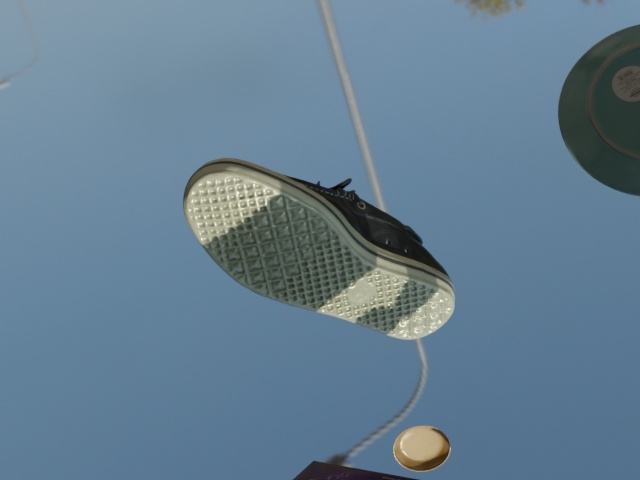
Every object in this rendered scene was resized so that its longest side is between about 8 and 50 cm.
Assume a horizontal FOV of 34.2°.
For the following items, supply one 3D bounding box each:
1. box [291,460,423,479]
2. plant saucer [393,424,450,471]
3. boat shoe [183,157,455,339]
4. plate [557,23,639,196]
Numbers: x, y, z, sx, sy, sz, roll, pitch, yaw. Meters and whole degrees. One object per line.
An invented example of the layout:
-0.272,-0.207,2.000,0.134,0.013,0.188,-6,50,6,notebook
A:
0.058,0.378,1.299,0.261,0.103,0.184,2,-158,33,box
0.147,0.299,1.514,0.084,0.083,0.015,-14,-155,7,plant saucer
0.000,0.000,1.559,0.187,0.500,0.156,-45,-141,26,boat shoe
0.326,-0.132,1.006,0.188,0.188,0.024,-5,161,15,plate
